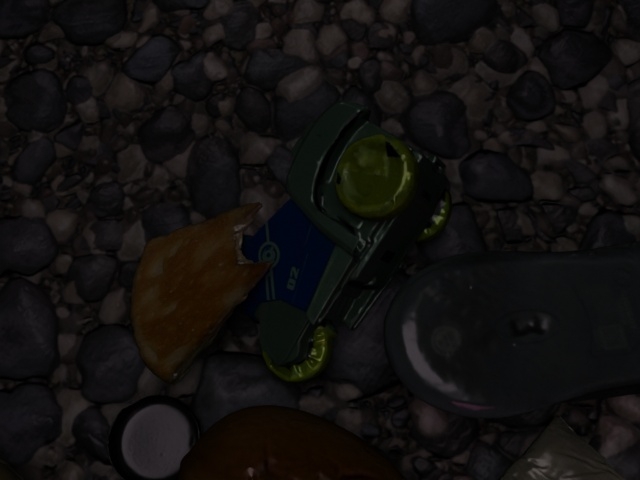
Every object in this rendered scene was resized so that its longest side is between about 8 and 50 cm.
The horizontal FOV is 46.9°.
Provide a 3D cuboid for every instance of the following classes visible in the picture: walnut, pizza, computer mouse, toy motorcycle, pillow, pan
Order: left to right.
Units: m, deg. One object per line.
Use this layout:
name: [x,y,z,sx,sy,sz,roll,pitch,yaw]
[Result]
pan: [-0.181,0.287,0.883,0.114,0.040,0.212,-24,64,-4]
pizza: [-0.151,0.046,0.914,0.262,0.034,0.181,-42,60,22]
walnut: [-0.012,0.286,0.789,0.297,0.203,0.203,8,72,10]
toy motorcycle: [0.000,0.000,0.908,0.200,0.191,0.326,38,96,24]
computer mouse: [0.254,0.106,0.867,0.370,0.122,0.188,-7,73,-4]
pillow: [0.307,0.325,0.824,0.229,0.050,0.148,42,84,14]

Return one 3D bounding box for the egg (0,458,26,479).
egg: [-0.406,0.326,0.829,0.164,0.164,0.201,-44,72,-10]
